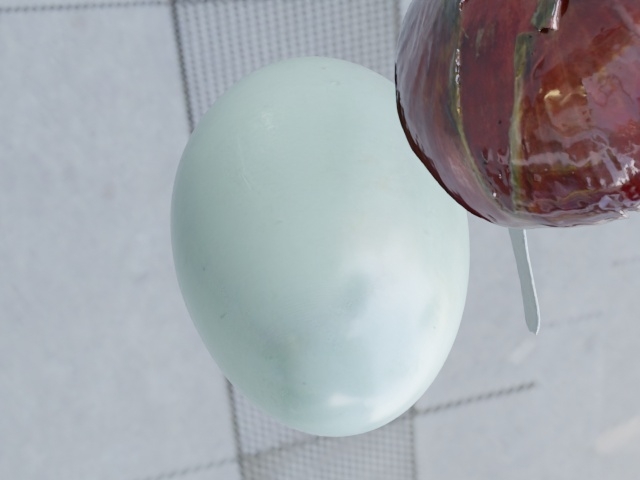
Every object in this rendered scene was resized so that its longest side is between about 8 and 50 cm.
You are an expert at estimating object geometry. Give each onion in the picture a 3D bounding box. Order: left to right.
[{"bbox_3d":[0.143,-0.115,0.891,0.248,0.248,0.161,-29,113,-19],"label":"onion"}]

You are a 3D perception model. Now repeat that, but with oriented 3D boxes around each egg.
[{"bbox_3d":[0.000,0.000,1.328,0.230,0.371,0.230,-2,125,-3],"label":"egg"}]

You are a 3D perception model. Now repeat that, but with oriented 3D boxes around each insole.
[{"bbox_3d":[0.212,0.006,1.848,0.004,0.197,0.065,-5,159,-8],"label":"insole"}]
